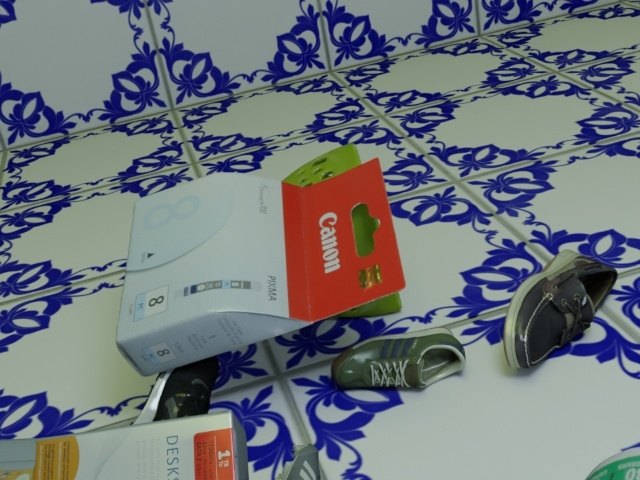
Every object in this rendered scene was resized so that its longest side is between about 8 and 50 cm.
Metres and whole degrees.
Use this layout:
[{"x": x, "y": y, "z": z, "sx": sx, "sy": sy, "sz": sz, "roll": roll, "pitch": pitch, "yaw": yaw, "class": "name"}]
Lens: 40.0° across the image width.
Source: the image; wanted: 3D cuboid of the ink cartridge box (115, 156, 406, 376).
[{"x": -0.091, "y": 0.004, "z": 1.250, "sx": 0.385, "sy": 0.091, "sz": 0.308, "roll": -19, "pitch": 39, "yaw": 11, "class": "ink cartridge box"}]

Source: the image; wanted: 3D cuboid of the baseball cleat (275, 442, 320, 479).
[{"x": -0.013, "y": 0.318, "z": 1.027, "sx": 0.109, "sy": 0.072, "sz": 0.206, "roll": 22, "pitch": 26, "yaw": 6, "class": "baseball cleat"}]

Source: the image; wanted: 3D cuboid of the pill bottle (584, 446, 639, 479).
[{"x": 0.265, "y": 0.350, "z": 0.690, "sx": 0.204, "sy": 0.204, "sz": 0.361, "roll": 4, "pitch": 30, "yaw": 28, "class": "pill bottle"}]

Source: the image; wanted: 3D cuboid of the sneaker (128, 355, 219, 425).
[{"x": -0.179, "y": 0.262, "z": 1.167, "sx": 0.124, "sy": 0.107, "sz": 0.283, "roll": 9, "pitch": 40, "yaw": 20, "class": "sneaker"}]

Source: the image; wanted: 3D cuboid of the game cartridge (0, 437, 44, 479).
[{"x": -0.445, "y": 0.358, "z": 1.111, "sx": 0.198, "sy": 0.062, "sz": 0.297, "roll": -2, "pitch": 28, "yaw": 8, "class": "game cartridge"}]

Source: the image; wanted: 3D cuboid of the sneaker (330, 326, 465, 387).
[{"x": 0.116, "y": 0.175, "z": 1.244, "sx": 0.192, "sy": 0.064, "sz": 0.086, "roll": -13, "pitch": 21, "yaw": -12, "class": "sneaker"}]

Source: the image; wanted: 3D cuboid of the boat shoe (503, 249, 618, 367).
[{"x": 0.353, "y": 0.095, "z": 1.280, "sx": 0.092, "sy": 0.103, "sz": 0.285, "roll": 4, "pitch": 24, "yaw": 36, "class": "boat shoe"}]

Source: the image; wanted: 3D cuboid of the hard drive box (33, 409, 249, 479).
[{"x": -0.199, "y": 0.304, "z": 0.994, "sx": 0.232, "sy": 0.089, "sz": 0.181, "roll": -9, "pitch": 60, "yaw": 3, "class": "hard drive box"}]

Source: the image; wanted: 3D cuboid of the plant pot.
[{"x": 0.000, "y": 0.000, "z": 1.470, "sx": 0.207, "sy": 0.228, "sz": 0.227, "roll": -17, "pitch": 27, "yaw": 4, "class": "plant pot"}]
